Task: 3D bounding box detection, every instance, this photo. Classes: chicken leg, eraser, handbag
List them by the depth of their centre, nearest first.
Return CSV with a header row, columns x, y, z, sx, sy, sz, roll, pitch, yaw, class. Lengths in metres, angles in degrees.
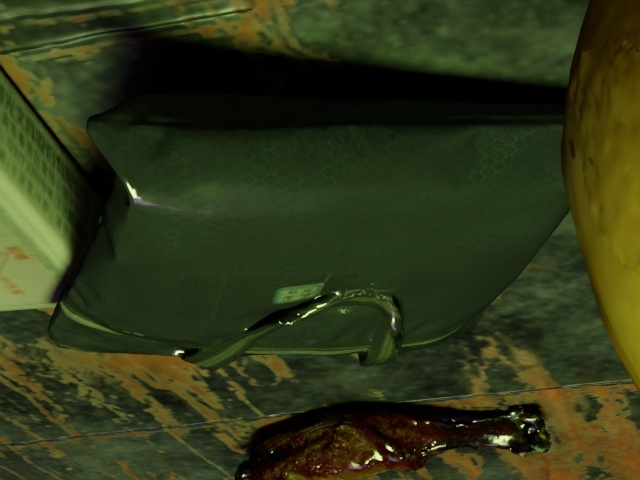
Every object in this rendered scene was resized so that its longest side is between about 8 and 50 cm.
x,y,z,sx,sy,sz,roll,pitch,yaw,class
-0.182,-0.041,0.660,0.089,0.061,0.352,-4,152,12,eraser
0.000,0.000,0.693,0.254,0.089,0.211,-2,149,-18,handbag
0.046,0.158,1.053,0.253,0.051,0.106,-12,156,23,chicken leg

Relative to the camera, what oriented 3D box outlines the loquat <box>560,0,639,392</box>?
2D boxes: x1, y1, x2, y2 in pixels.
x,y,z,sx,sy,sz,roll,pitch,yaw,class
0.208,-0.026,0.448,0.263,0.263,0.263,1,153,1,loquat
